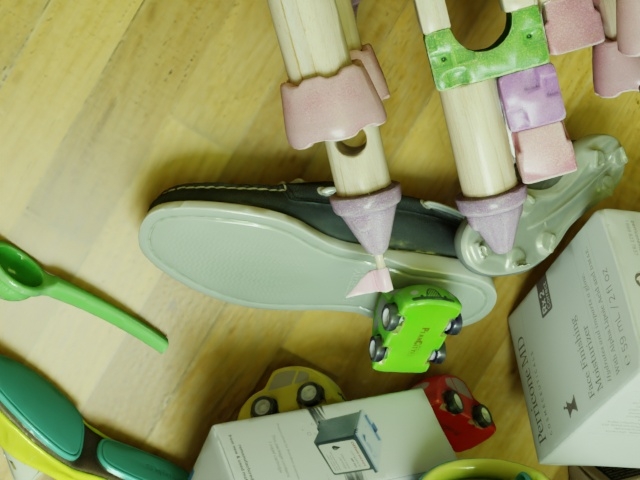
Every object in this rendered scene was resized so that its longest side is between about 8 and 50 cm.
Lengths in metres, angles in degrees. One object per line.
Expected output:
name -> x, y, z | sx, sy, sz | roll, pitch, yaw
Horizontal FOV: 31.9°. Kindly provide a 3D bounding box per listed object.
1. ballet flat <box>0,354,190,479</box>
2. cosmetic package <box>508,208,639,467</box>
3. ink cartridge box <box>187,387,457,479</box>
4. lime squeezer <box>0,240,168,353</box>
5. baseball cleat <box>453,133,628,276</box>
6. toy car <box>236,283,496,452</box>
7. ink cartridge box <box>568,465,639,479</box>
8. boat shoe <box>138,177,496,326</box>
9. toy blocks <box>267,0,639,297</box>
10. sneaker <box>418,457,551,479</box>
ballet flat -> -0.207, 0.183, 0.924 | 0.231, 0.077, 0.077 | 37, 108, -22
cosmetic package -> 0.273, 0.089, 0.944 | 0.151, 0.151, 0.184 | 5, 144, -16
ink cartridge box -> -0.005, 0.200, 0.903 | 0.190, 0.082, 0.140 | -7, 144, -29
lime squeezer -> -0.270, 0.046, 0.881 | 0.310, 0.059, 0.110 | 0, 102, -16
baseball cleat -> 0.169, -0.027, 0.943 | 0.206, 0.109, 0.072 | -28, 105, -32
toy car -> 0.060, 0.101, 0.936 | 0.239, 0.053, 0.225 | 4, 139, -16
ink cartridge box -> 0.352, 0.305, 1.092 | 0.193, 0.088, 0.235 | -11, 106, -11
boat shoe -> 0.000, 0.000, 0.928 | 0.302, 0.091, 0.114 | 15, 137, -19
toy blocks -> 0.124, -0.117, 0.822 | 0.288, 0.309, 0.260 | -15, 104, 5
sneaker -> 0.170, 0.287, 0.804 | 0.127, 0.319, 0.208 | -37, 149, -36
